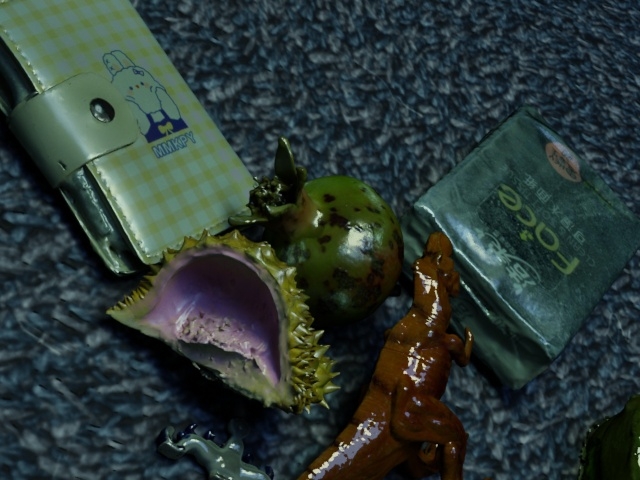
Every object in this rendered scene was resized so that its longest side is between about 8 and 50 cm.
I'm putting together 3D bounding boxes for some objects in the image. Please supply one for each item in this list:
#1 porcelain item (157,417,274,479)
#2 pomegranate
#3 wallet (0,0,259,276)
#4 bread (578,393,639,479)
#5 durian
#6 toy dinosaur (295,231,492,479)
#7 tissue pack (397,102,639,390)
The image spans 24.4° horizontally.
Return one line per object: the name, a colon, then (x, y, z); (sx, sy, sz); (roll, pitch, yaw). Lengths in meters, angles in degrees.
porcelain item: (-0.082, 0.191, 1.348); (0.136, 0.021, 0.075); (34, 43, -14)
pomegranate: (0.005, -0.006, 1.445); (0.156, 0.220, 0.156); (-6, 55, 9)
wallet: (-0.201, -0.121, 1.461); (0.309, 0.077, 0.223); (55, 39, 7)
bread: (0.459, 0.301, 1.629); (0.366, 0.129, 0.382); (41, 41, -7)
durian: (-0.077, 0.074, 1.356); (0.165, 0.182, 0.132); (50, 60, -43)
toy dinosaur: (0.080, 0.189, 1.407); (0.208, 0.097, 0.432); (50, 49, -28)
tissue pack: (0.227, -0.001, 1.690); (0.228, 0.103, 0.315); (46, 41, 2)
